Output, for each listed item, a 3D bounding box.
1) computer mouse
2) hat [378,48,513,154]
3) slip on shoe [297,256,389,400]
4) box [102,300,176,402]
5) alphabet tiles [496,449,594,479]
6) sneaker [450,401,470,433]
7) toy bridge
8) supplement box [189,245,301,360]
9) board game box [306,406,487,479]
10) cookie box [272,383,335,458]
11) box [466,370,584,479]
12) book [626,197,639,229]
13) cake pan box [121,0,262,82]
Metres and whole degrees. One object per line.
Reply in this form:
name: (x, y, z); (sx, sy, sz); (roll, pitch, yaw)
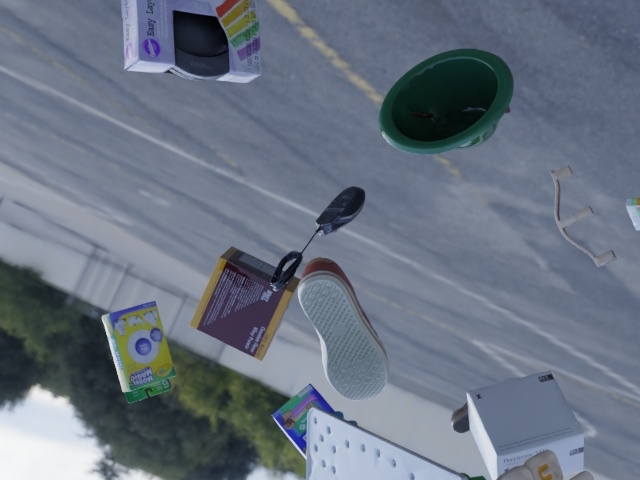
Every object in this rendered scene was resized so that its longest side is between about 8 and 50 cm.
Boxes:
computer mouse: (0.000, 0.000, 1.686); (0.041, 0.242, 0.071); (49, 162, -24)
hat: (0.200, -0.139, 1.321); (0.173, 0.208, 0.183); (50, 175, 43)
slip on shoe: (0.045, 0.165, 1.793); (0.123, 0.101, 0.331); (-17, 124, 11)
box: (-0.350, 0.217, 1.908); (0.105, 0.179, 0.043); (-16, -179, -36)
alphabet tiles: (0.347, 0.458, 1.428); (0.278, 0.284, 0.021); (-14, 172, -45)
sneaker: (0.395, 0.394, 2.391); (0.066, 0.188, 0.071); (51, -165, -20)
toy bridge: (0.440, -0.039, 1.696); (0.026, 0.063, 0.188); (15, -131, -64)
supplement box: (-0.178, 0.150, 2.357); (0.194, 0.191, 0.129); (25, -166, 2)
board game box: (0.093, 0.460, 1.356); (0.050, 0.390, 0.390); (-1, -174, -30)
cookie box: (-0.017, 0.322, 1.725); (0.107, 0.092, 0.040); (44, 167, 34)
box: (0.405, 0.377, 1.949); (0.182, 0.180, 0.119); (-108, 6, -52)
book: (0.707, -0.060, 2.001); (0.144, 0.035, 0.096); (-3, 153, 30)
cake pan box: (-0.229, -0.413, 1.743); (0.245, 0.267, 0.070); (2, 171, -31)
